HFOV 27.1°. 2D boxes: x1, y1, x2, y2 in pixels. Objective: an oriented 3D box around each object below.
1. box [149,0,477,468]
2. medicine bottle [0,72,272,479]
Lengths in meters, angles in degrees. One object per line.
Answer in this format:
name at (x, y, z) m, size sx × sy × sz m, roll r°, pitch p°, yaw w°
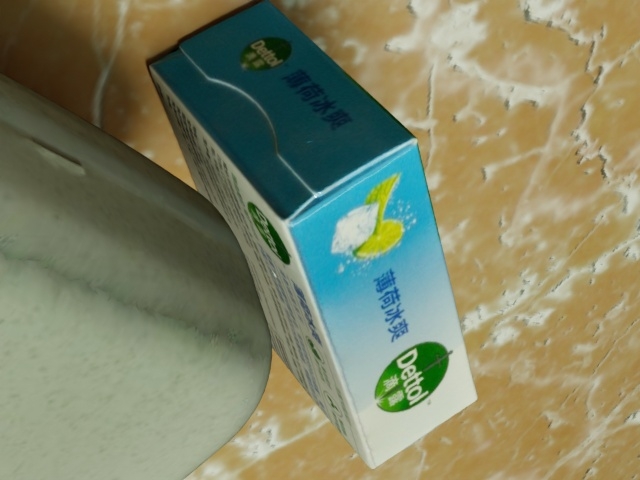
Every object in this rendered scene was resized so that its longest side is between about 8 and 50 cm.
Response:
box at (-0.001, 0.000, 0.657) m, size 0.073 × 0.139 × 0.194 m, roll -31°, pitch 138°, yaw -13°
medicine bottle at (-0.214, 0.089, 0.524) m, size 0.375 × 0.123 × 0.282 m, roll -38°, pitch 144°, yaw 17°
